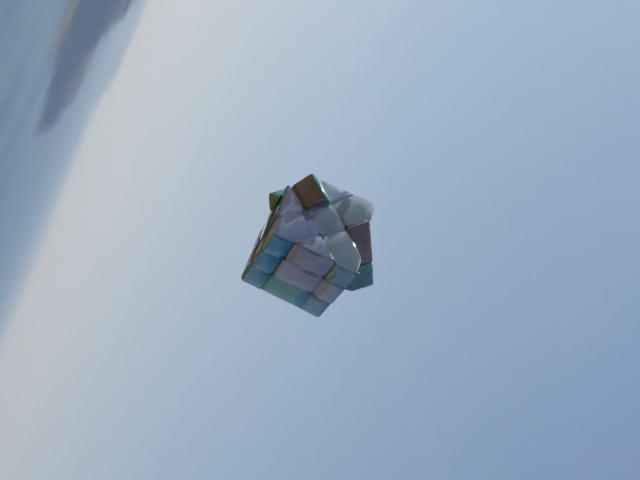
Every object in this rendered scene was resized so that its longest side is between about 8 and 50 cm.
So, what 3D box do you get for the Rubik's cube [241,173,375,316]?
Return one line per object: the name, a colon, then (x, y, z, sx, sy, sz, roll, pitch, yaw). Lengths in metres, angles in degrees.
Rubik's cube: (-0.003, 0.000, 1.007, 0.075, 0.084, 0.073, -32, -148, 42)
